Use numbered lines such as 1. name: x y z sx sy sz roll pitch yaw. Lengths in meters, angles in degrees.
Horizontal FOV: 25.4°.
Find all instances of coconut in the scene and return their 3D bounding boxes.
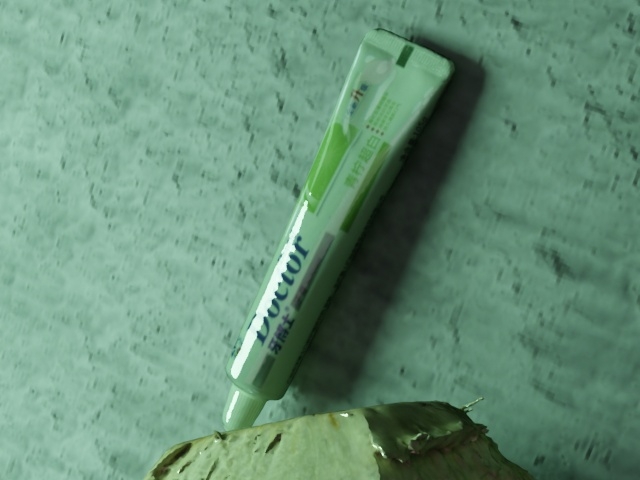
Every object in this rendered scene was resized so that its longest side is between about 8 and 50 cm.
1. coconut: 0.004 0.164 0.555 0.194 0.194 0.194 0 89 29

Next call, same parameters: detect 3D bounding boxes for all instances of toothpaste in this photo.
1. toothpaste: 0.000 0.000 0.642 0.048 0.029 0.197 30 100 25
